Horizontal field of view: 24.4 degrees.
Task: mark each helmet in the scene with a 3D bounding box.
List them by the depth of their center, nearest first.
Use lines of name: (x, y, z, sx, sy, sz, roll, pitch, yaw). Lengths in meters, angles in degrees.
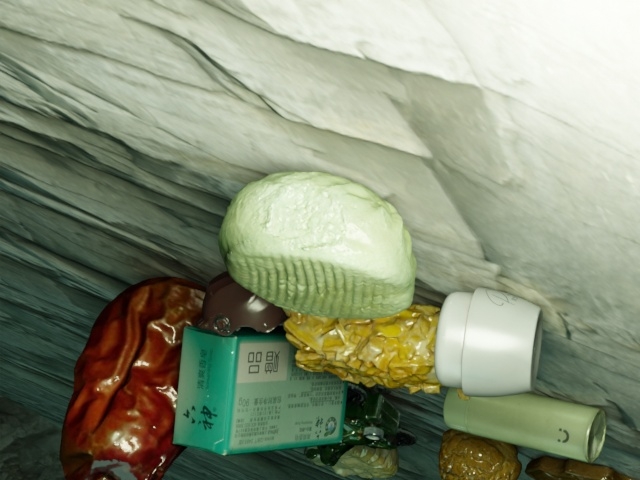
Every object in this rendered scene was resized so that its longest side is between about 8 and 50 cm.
helmet: (-0.096, 0.068, 1.799, 0.123, 0.070, 0.098, 0, -162, 14)

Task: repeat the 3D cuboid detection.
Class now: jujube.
jujube: (-0.230, 0.198, 1.946, 0.216, 0.342, 0.216, 11, 137, 10)

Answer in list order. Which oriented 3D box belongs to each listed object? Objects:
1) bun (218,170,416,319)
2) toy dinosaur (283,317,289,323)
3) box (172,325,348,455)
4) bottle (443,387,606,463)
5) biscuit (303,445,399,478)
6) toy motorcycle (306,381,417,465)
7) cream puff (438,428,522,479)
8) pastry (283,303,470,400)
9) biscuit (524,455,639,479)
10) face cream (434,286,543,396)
bun: (0.000, 0.001, 1.463, 0.221, 0.108, 0.221, 11, 160, 4)
toy dinosaur: (-0.048, 0.092, 1.895, 0.058, 0.037, 0.180, 4, 173, -16)
box: (-0.070, 0.188, 1.893, 0.092, 0.153, 0.245, 6, -179, 37)
bottle: (0.264, 0.232, 1.916, 0.202, 0.072, 0.072, 10, 160, 29)
biscuit: (0.047, 0.349, 2.491, 0.179, 0.084, 0.281, 17, 162, 13)
toy motorcycle: (0.020, 0.249, 2.176, 0.187, 0.124, 0.274, 0, 153, 27)
cream puff: (0.235, 0.339, 2.217, 0.126, 0.103, 0.144, 21, 157, 3)
pastry: (0.079, 0.124, 1.744, 0.250, 0.102, 0.154, 9, 161, 30)
biscuit: (0.421, 0.376, 2.234, 0.182, 0.034, 0.215, 30, 160, -29)
face cream: (0.179, 0.109, 1.570, 0.104, 0.117, 0.117, 5, 159, 14)
